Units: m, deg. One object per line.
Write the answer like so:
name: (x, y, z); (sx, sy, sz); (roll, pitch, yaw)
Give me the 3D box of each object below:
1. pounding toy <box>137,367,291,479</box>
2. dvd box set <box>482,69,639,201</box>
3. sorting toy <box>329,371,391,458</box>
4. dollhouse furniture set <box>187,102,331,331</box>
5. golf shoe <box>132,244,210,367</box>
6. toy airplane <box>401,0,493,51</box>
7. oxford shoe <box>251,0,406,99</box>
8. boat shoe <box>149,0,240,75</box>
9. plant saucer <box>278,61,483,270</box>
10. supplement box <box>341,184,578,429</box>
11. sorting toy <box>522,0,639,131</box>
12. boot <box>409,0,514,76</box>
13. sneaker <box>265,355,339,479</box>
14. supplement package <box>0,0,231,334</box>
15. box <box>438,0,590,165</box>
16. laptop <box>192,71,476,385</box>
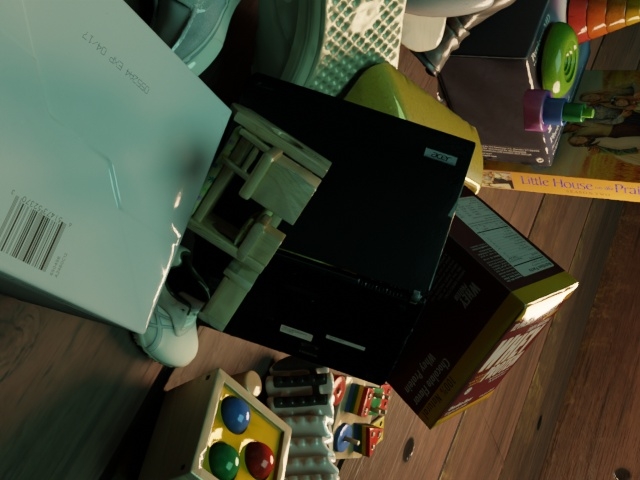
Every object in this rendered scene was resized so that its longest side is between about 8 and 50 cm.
pounding toy: (-0.083, 0.220, 0.832); (0.181, 0.094, 0.206); (46, 32, -28)
dvd box set: (0.544, -0.218, 1.478); (0.308, 0.420, 0.062); (-60, 142, -27)
sorting toy: (0.069, 0.295, 1.222); (0.274, 0.046, 0.132); (26, 77, -59)
dollhouse furniture set: (-0.087, -0.008, 0.622); (0.182, 0.101, 0.161); (-56, -177, 13)
golf shoe: (-0.147, 0.069, 0.753); (0.069, 0.086, 0.176); (-53, 143, -39)
toy airplane: (0.141, -0.426, 0.797); (0.384, 0.272, 0.386); (-50, 143, 14)
oxford shoe: (-0.006, -0.212, 0.788); (0.169, 0.130, 0.449); (-24, 146, -30)
boat shoe: (-0.126, -0.235, 0.706); (0.081, 0.079, 0.228); (53, 49, -44)
plant saucer: (0.063, -0.021, 0.925); (0.333, 0.081, 0.332); (-52, 153, 15)
supplement box: (0.139, 0.064, 0.844); (0.129, 0.194, 0.191); (-11, 138, -48)
sorting toy: (0.449, -0.308, 1.229); (0.366, 0.126, 0.127); (-57, 142, -30)
boot: (0.219, -0.386, 1.137); (0.118, 0.222, 0.338); (43, 30, -9)
sneaker: (-0.024, 0.298, 0.960); (0.118, 0.110, 0.292); (82, 12, -54)
supplement package: (-0.218, -0.076, 0.526); (0.262, 0.145, 0.204); (42, 63, -55)
box: (0.362, -0.343, 1.372); (0.294, 0.182, 0.296); (53, 55, -50)
laptop: (0.000, 0.000, 0.775); (0.264, 0.234, 0.137); (105, 4, -49)
